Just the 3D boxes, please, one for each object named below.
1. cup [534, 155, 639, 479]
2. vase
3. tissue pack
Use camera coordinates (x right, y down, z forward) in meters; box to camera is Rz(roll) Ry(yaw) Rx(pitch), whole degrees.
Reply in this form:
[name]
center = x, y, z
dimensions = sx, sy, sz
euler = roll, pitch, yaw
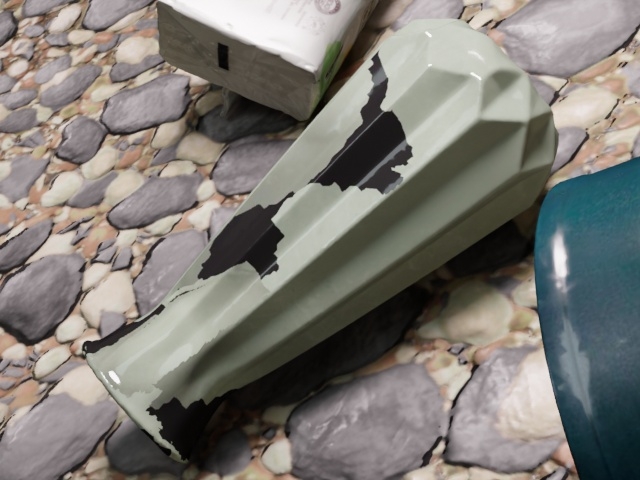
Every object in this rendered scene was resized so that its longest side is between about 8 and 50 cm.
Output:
[cup]
center = 0.261, 0.047, 0.490
dimensions = 0.292, 0.242, 0.308
euler = -23, 9, 26
[vase]
center = 0.000, 0.000, 0.929
dimensions = 0.360, 0.165, 0.165
euler = -41, 42, -2
[tissue pack]
center = -0.028, -0.227, 1.181
dimensions = 0.159, 0.145, 0.229
euler = 25, 63, 8
